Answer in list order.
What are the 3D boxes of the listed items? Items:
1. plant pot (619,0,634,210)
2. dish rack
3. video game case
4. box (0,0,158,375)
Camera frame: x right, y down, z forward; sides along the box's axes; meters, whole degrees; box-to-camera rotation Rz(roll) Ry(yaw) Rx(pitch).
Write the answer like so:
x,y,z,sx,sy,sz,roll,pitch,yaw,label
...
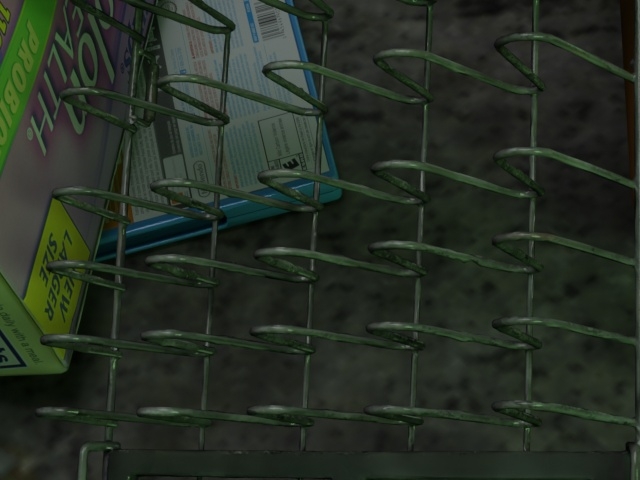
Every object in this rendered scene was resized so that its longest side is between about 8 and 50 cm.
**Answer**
x,y,z,sx,sy,sz,roll,pitch,yaw,label
0.177,-0.085,0.570,0.205,0.205,0.188,6,70,18,plant pot
0.000,0.000,0.530,0.208,0.074,0.271,-4,78,31,dish rack
-0.083,-0.042,0.698,0.166,0.015,0.119,-15,51,1,video game case
-0.200,-0.066,0.661,0.243,0.117,0.213,-3,53,17,box
